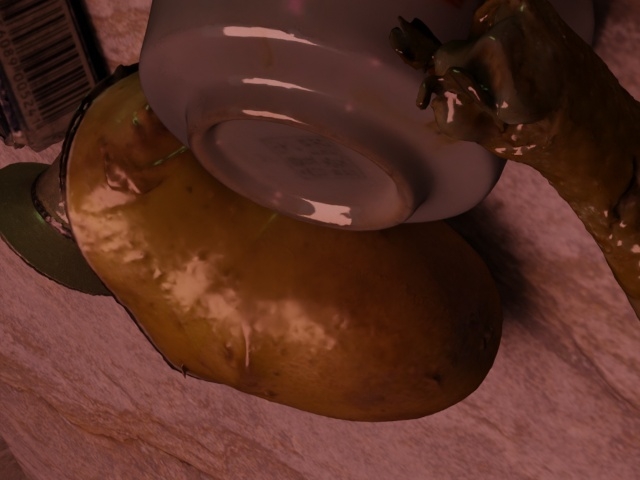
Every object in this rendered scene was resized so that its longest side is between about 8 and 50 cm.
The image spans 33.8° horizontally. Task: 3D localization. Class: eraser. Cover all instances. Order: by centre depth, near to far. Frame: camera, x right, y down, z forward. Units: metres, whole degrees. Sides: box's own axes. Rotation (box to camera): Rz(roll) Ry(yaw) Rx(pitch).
[{"bbox_3d":[-0.379,-0.280,1.287,0.101,0.155,0.332,23,139,43],"label":"eraser"}]

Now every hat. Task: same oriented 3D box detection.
[{"bbox_3d":[-0.306,-0.059,1.418,0.257,0.257,0.130,46,118,11],"label":"hat"}]

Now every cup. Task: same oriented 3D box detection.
[{"bbox_3d":[0.008,-0.116,0.765,0.347,0.163,0.347,17,160,6],"label":"cup"}]

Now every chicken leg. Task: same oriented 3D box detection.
[{"bbox_3d":[0.223,-0.011,0.646,0.429,0.201,0.152,35,131,-19],"label":"chicken leg"}]

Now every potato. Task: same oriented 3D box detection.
[{"bbox_3d":[0.000,0.000,0.977,0.296,0.290,0.397,7,133,40],"label":"potato"}]
